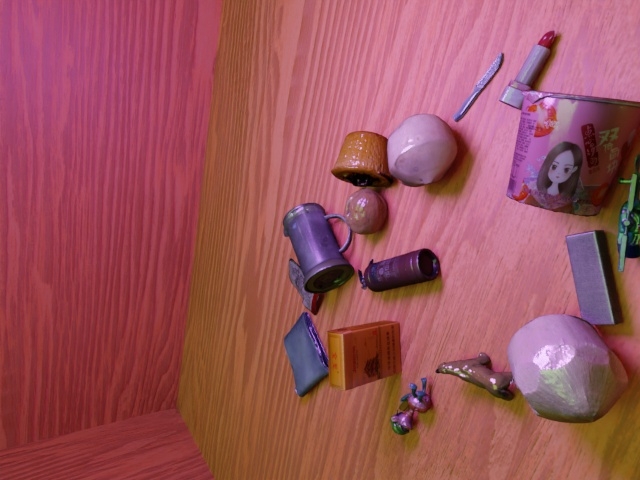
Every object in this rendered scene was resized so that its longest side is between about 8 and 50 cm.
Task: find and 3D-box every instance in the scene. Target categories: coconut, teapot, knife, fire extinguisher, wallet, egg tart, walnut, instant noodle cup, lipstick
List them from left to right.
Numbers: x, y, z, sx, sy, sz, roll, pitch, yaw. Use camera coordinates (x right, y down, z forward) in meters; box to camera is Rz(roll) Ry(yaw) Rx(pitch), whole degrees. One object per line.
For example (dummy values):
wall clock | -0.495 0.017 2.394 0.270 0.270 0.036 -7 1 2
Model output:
wallet | -0.072 0.495 1.832 0.251 0.054 0.291 -54 49 36
teapot | 0.000 0.000 1.640 0.270 0.200 0.337 -34 58 19
egg tart | 0.147 -0.266 1.426 0.215 0.215 0.171 4 83 53
walnut | 0.157 -0.101 1.461 0.166 0.149 0.167 -173 90 -86
fire extinguisher | 0.232 0.098 1.404 0.344 0.102 0.138 -22 40 52
coconut | 0.293 -0.250 1.230 0.224 0.224 0.224 1 91 53
knife | 0.440 -0.423 1.181 0.210 0.015 0.028 -56 43 36
lipstick | 0.522 -0.424 1.047 0.063 0.057 0.186 32 112 17
coconut | 0.515 0.279 0.895 0.224 0.224 0.234 -56 5 37
instant noodle cup | 0.526 -0.189 0.902 0.243 0.242 0.231 31 121 48

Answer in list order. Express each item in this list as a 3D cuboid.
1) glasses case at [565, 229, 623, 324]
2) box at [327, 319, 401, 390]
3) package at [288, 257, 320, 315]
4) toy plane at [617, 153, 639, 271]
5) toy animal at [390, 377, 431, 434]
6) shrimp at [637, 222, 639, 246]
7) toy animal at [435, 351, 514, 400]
glasses case | 0.608 0.083 0.939 0.070 0.047 0.205 -20 75 57
box | 0.146 0.361 1.360 0.076 0.274 0.174 -7 85 49
package | -0.076 0.201 1.830 0.239 0.030 0.154 50 146 39
toy plane | 0.635 -0.056 0.860 0.060 0.096 0.235 10 100 51
toy animal | 0.286 0.519 1.339 0.103 0.100 0.208 -107 25 -56
shrimp | 0.686 -0.009 0.793 0.173 0.058 0.253 -38 74 27
toy animal | 0.425 0.364 1.136 0.218 0.101 0.103 16 104 52
